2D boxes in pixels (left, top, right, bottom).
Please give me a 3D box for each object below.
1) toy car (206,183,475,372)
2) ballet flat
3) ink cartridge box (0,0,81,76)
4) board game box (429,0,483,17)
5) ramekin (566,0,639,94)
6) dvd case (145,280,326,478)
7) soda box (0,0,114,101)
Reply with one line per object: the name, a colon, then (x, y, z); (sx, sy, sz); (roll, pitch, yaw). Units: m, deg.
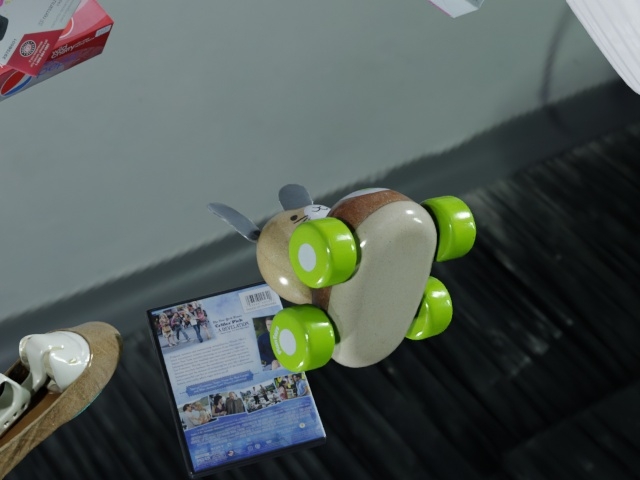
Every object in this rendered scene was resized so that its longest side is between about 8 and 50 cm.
toy car: (0.000, 0.000, 1.127); (0.155, 0.188, 0.149); (-11, 126, -39)
ballet flat: (-0.380, 0.196, 1.754); (0.342, 0.116, 0.124); (-43, 148, -30)
ink cartridge box: (-0.357, -0.267, 1.475); (0.175, 0.072, 0.127); (20, 110, -44)
board game box: (0.195, -0.509, 1.987); (0.224, 0.097, 0.303); (33, 82, -14)
ramekin: (0.210, -0.149, 0.653); (0.207, 0.207, 0.109); (-36, 112, -9)
dvd case: (-0.114, 0.176, 1.813); (0.180, 0.253, 0.022); (-14, 148, -10)
soda box: (-0.430, -0.276, 1.988); (0.263, 0.092, 0.083); (-34, 168, -36)
